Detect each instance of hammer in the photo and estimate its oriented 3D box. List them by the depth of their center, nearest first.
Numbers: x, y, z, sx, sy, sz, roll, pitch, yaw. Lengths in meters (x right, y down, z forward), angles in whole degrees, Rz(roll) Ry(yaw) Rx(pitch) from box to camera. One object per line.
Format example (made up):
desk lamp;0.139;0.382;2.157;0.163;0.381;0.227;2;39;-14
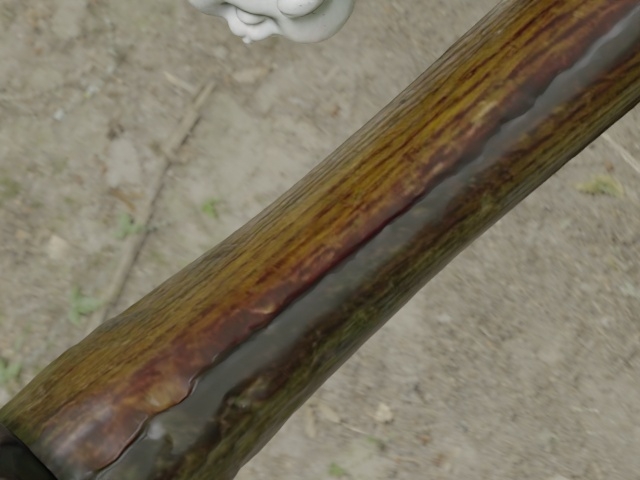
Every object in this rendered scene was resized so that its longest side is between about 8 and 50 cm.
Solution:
hammer;0.000;0.000;0.451;0.409;0.095;0.242;-43;33;-19

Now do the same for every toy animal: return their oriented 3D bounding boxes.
toy animal;-0.020;-0.237;1.079;0.127;0.193;0.179;19;74;6
